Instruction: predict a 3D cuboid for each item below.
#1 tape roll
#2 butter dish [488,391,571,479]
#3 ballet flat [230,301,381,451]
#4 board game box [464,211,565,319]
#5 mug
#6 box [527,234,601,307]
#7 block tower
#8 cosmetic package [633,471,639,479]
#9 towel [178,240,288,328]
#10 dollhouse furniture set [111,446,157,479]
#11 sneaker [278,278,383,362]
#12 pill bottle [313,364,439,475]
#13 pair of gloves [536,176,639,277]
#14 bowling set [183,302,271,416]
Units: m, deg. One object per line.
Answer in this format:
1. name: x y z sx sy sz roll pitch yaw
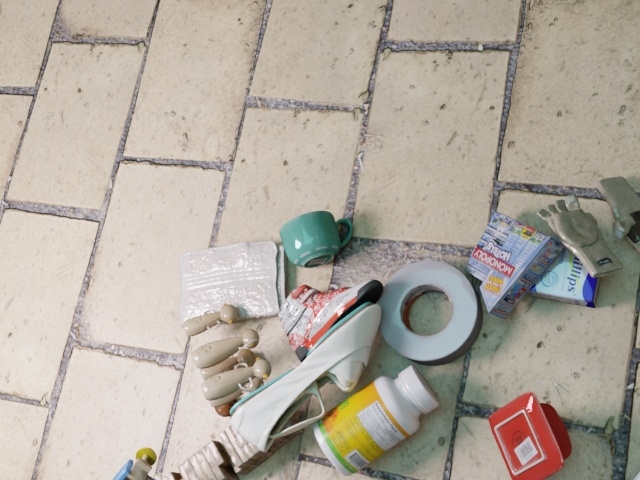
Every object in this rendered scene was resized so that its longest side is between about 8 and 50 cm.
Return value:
1. tape roll: 0.235 0.156 1.964 0.219 0.072 0.219 -7 71 19
2. butter dish: 0.433 0.388 1.798 0.160 0.118 0.160 -50 51 48
3. ballet flat: -0.004 0.296 1.916 0.400 0.139 0.139 -38 64 -4
4. board game box: 0.379 0.053 1.900 0.194 0.060 0.194 34 97 52
5. mug: -0.007 -0.001 2.073 0.158 0.129 0.097 -23 70 12
6. box: 0.509 0.063 1.891 0.137 0.072 0.126 9 77 22
7. block tower: -0.202 0.479 2.016 0.335 0.091 0.097 -37 65 6
8. cosmetic package: 0.589 0.540 1.704 0.117 0.085 0.231 40 88 26
9. towel: -0.210 0.103 2.162 0.282 0.049 0.187 -10 70 18
10. dollhouse furniture set: -0.342 0.598 1.941 0.286 0.198 0.303 35 104 -9
11. sneaker: 0.011 0.136 2.011 0.270 0.090 0.145 -48 59 27
12. pill bottle: 0.119 0.368 1.904 0.246 0.136 0.136 -36 65 7
13. pair of gloves: 0.583 -0.026 1.854 0.240 0.042 0.204 -19 58 -23
14. bowling set: -0.191 0.288 2.050 0.154 0.200 0.287 -21 40 -6
